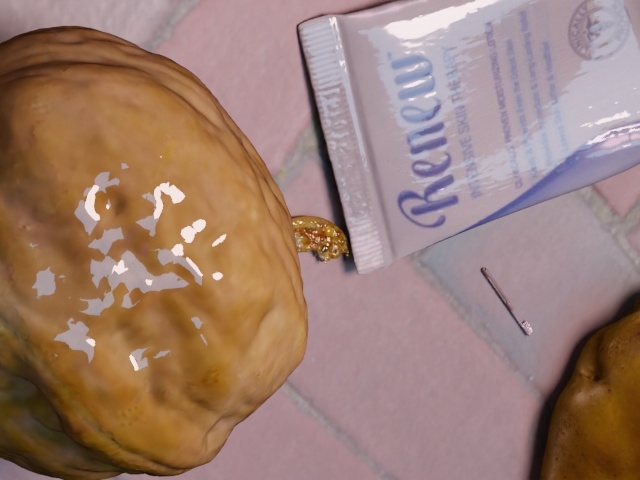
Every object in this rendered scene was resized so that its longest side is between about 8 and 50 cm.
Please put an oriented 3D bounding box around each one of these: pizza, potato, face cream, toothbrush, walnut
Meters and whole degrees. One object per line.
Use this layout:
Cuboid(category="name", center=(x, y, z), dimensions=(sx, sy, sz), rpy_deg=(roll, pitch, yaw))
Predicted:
Cuboid(category="pizza", center=(0.000, 0.000, 1.603), dimensions=(0.083, 0.016, 0.037), rpy_deg=(27, 99, -38))
Cuboid(category="potato", center=(0.316, 0.220, 1.791), dimensions=(0.195, 0.176, 0.369), rpy_deg=(7, 111, -26))
Cuboid(category="face cream", center=(0.197, -0.143, 1.626), dimensions=(0.420, 0.137, 0.235), rpy_deg=(-20, 116, -13))
Cuboid(category="toothbrush", center=(0.175, 0.057, 1.740), dimensions=(0.008, 0.006, 0.097), rpy_deg=(-46, 126, -10))
Cuboid(category="walnut", center=(-0.164, 0.024, 1.346), dimensions=(0.306, 0.306, 0.344), rpy_deg=(-48, 124, -7))
